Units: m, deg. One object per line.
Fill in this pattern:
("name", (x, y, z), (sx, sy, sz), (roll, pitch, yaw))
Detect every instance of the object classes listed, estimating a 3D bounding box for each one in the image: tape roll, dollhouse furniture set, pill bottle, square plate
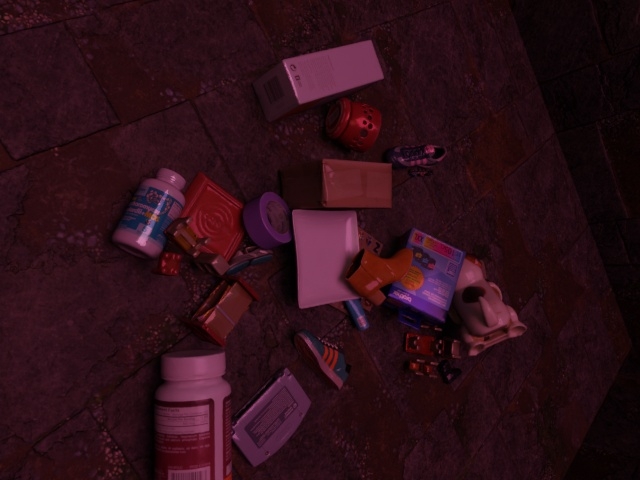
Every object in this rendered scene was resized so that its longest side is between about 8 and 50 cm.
("tape roll", (-0.178, -0.068, 1.648), (0.189, 0.080, 0.189), (37, 42, -43))
("dollhouse furniture set", (0.489, 0.472, 2.110), (0.258, 0.135, 0.262), (15, 76, -22))
("dollhouse furniture set", (-0.381, 0.129, 1.445), (0.201, 0.152, 0.374), (-53, 123, -28))
("pill bottle", (-0.375, 0.531, 1.391), (0.223, 0.224, 0.393), (3, 82, -36))
("square plate", (0.022, 0.061, 1.761), (0.343, 0.049, 0.348), (-2, 87, -45))
("pill bottle", (-0.503, -0.084, 1.419), (0.146, 0.146, 0.264), (32, 66, -29))

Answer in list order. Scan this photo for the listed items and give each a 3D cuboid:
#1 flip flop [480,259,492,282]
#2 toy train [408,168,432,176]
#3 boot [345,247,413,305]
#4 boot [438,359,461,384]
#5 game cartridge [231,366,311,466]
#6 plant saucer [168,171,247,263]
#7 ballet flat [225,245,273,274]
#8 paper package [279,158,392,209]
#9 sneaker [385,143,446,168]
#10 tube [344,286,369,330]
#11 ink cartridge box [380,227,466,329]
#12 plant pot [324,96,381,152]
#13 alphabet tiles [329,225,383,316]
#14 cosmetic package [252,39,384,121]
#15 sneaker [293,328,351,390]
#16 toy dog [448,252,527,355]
("flip flop", (0.839, 0.232, 2.398), (0.112, 0.080, 0.277), (-11, 91, -36))
("toy train", (0.475, -0.321, 2.234), (0.158, 0.027, 0.036), (-8, 100, -37))
("boot", (0.232, 0.091, 1.843), (0.211, 0.104, 0.295), (48, 69, -30))
("boot", (0.605, 0.602, 2.208), (0.121, 0.045, 0.099), (-29, 99, -34))
("game cartridge", (-0.173, 0.614, 1.634), (0.297, 0.062, 0.198), (-40, 112, -32))
("plant saucer", (-0.358, -0.062, 1.584), (0.258, 0.047, 0.259), (38, 63, -27))
("ballet flat", (-0.258, 0.061, 1.627), (0.213, 0.072, 0.068), (-19, 66, -44))
("paper package", (0.056, -0.198, 1.737), (0.324, 0.309, 0.168), (-3, 94, -34))
("sneaker", (0.438, -0.398, 2.143), (0.318, 0.131, 0.112), (-10, 78, -37))
("tube", (0.133, 0.257, 1.881), (0.080, 0.052, 0.207), (-29, 99, -41))
("ink cartridge box", (0.421, 0.185, 2.001), (0.269, 0.151, 0.396), (24, 70, -3))
("plant pot", (0.123, -0.466, 1.897), (0.174, 0.191, 0.191), (12, 77, -28))
("alphabet tiles", (0.146, 0.131, 1.926), (0.285, 0.011, 0.343), (33, 70, -34))
("cosmetic package", (-0.002, -0.609, 1.797), (0.453, 0.230, 0.162), (-29, 102, -34))
("sneaker", (0.012, 0.421, 1.765), (0.121, 0.108, 0.302), (-50, 121, -30))
("toy dog", (0.675, 0.265, 2.140), (0.395, 0.284, 0.408), (35, 27, -50))
